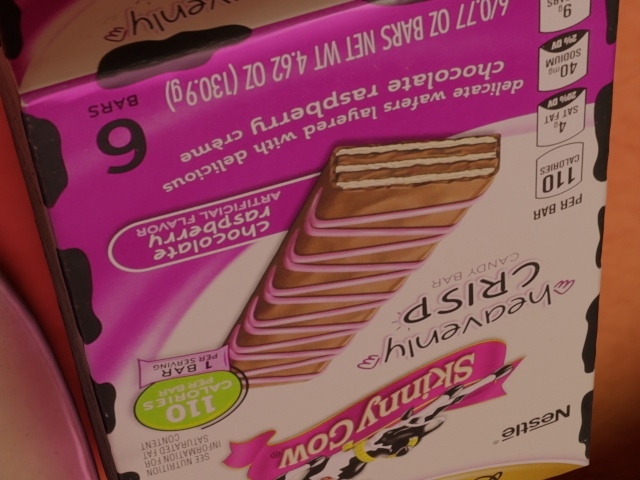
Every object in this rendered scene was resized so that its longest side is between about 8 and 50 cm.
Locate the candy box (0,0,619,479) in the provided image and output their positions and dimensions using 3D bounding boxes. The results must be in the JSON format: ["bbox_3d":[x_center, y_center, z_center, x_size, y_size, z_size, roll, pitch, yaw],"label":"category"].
[{"bbox_3d":[0.000,0.000,0.542,0.159,0.071,0.233,-17,140,-9],"label":"candy box"}]

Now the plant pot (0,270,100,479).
[{"bbox_3d":[-0.211,0.147,0.492,0.274,0.256,0.256,-10,140,6],"label":"plant pot"}]
